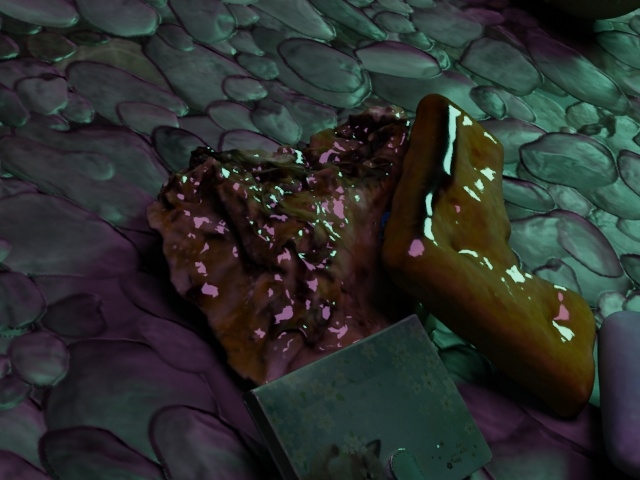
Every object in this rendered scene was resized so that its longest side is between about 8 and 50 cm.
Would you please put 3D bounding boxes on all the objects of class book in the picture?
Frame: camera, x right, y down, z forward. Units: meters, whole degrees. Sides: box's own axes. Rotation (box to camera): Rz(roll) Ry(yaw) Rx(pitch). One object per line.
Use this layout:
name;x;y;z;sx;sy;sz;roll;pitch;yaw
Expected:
book;0.031;0.106;0.685;0.135;0.017;0.103;-20;78;-43

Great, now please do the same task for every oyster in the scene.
oyster;0.000;0.000;0.792;0.214;0.083;0.223;-9;53;-34

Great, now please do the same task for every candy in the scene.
candy;0.258;0.117;0.786;0.174;0.071;0.138;19;36;-5

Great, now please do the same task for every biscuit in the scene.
biscuit;0.117;0.009;0.814;0.183;0.039;0.174;41;38;-18

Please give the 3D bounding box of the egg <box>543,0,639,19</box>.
egg;0.282;-0.312;1.291;0.164;0.164;0.201;6;38;-23
